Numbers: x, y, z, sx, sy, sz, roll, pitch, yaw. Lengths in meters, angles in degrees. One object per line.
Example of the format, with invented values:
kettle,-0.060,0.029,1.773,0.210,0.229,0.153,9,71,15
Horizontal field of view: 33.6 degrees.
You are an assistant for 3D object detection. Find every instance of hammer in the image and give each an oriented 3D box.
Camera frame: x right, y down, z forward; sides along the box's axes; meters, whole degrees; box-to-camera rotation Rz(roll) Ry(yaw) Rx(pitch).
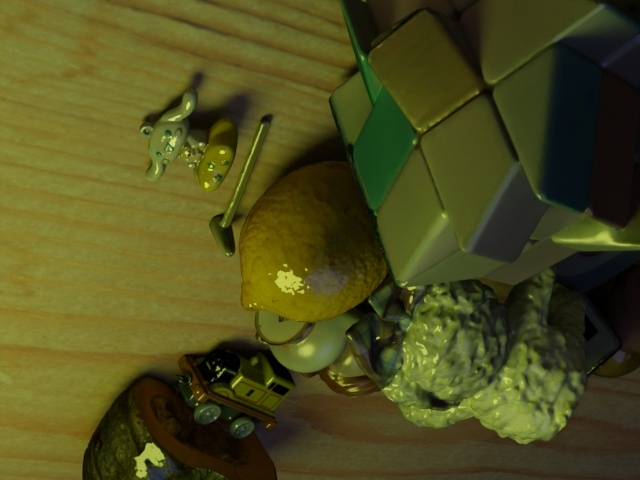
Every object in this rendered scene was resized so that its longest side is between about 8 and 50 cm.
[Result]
hammer,-0.097,-0.067,1.328,0.028,0.060,0.195,2,131,-28

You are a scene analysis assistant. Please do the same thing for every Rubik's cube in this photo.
Rubik's cube,0.203,-0.132,1.146,0.368,0.387,0.358,-35,151,32

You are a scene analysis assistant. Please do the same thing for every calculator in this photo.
calculator,0.376,0.190,1.768,0.021,0.161,0.261,7,132,-43

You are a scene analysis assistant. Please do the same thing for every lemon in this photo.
lemon,0.000,0.000,1.338,0.257,0.188,0.188,-44,142,-8

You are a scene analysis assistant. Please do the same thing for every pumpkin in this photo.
pumpkin,-0.231,0.377,1.620,0.232,0.242,0.325,-45,133,12

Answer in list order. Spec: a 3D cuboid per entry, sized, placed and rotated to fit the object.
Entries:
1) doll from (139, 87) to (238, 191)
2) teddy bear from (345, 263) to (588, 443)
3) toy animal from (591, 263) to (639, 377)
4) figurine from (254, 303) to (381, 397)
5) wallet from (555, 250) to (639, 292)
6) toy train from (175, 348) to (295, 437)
doll,-0.153,-0.121,1.236,0.113,0.071,0.135,1,132,-1
teddy bear,0.210,0.129,1.557,0.362,0.375,0.327,32,108,-7
toy animal,0.512,0.137,1.769,0.169,0.195,0.281,9,146,-35
figurine,0.018,0.147,1.563,0.189,0.142,0.263,-7,153,33
wallet,0.385,-0.052,1.562,0.252,0.083,0.360,-36,140,23
toy train,-0.129,0.222,1.616,0.127,0.089,0.219,-46,136,11
